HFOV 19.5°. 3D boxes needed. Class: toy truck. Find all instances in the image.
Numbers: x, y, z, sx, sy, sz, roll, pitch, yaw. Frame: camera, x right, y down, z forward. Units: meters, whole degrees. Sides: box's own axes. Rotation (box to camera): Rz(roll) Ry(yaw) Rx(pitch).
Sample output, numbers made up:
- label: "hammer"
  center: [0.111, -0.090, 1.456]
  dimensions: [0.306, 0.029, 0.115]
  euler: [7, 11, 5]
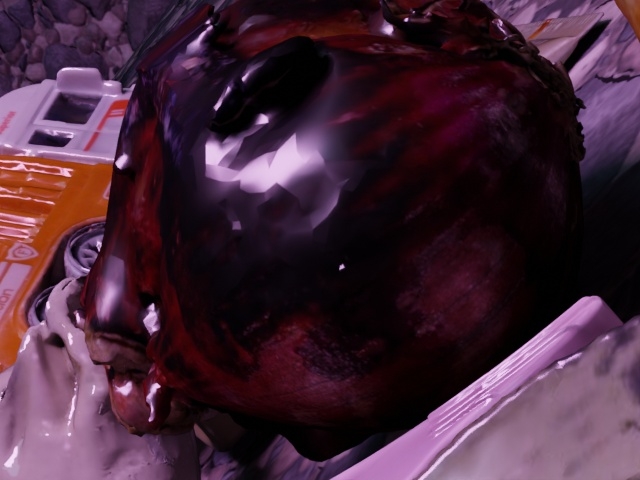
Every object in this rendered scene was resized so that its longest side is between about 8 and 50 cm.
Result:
- label: "toy truck"
  center: [-0.193, 0.031, 1.277]
  dimensions: [0.387, 0.207, 0.173]
  euler: [-70, -12, -57]

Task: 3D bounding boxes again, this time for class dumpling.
- label: "dumpling"
  center: [-0.123, 0.135, 1.000]
  dimensions: [0.172, 0.142, 0.247]
  euler: [-23, -62, -75]

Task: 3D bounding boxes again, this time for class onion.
- label: "onion"
  center: [0.017, -0.011, 0.837]
  dimensions: [0.281, 0.221, 0.281]
  euler: [-32, 18, 12]

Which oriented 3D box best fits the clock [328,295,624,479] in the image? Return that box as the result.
- label: "clock"
  center: [0.013, 0.135, 0.692]
  dimensions: [0.290, 0.080, 0.275]
  euler: [-39, 4, 7]

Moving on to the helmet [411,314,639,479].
- label: "helmet"
  center: [0.088, 0.151, 0.383]
  dimensions: [0.204, 0.137, 0.257]
  euler: [-41, 24, 30]

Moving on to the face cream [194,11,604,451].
- label: "face cream"
  center: [0.029, -0.020, 1.133]
  dimensions: [0.341, 0.084, 0.137]
  euler: [-46, 15, -12]

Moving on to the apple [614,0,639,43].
- label: "apple"
  center: [0.222, -0.152, 0.457]
  dimensions: [0.374, 0.374, 0.384]
  euler: [-52, -25, -5]
